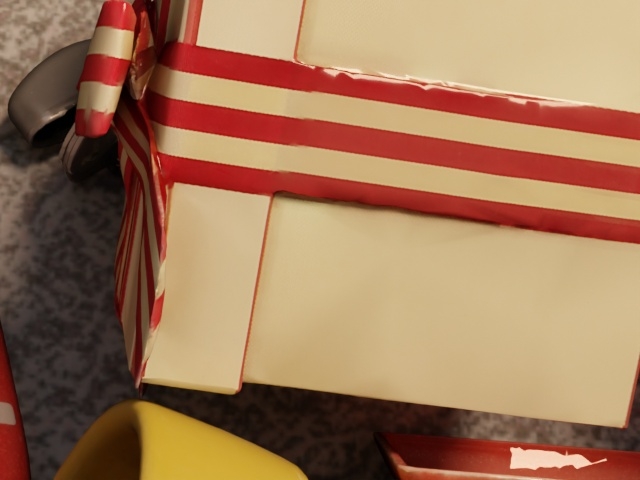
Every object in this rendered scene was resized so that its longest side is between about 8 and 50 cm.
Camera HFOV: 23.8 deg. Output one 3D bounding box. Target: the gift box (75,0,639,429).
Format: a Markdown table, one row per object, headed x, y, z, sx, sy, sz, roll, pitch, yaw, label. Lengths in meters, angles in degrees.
| x | y | z | sx | sy | sz | roll | pitch | yaw | label |
| --- | --- | --- | --- | --- | --- | --- | --- | --- | --- |
| 0.011 | -0.036 | 0.720 | 0.258 | 0.255 | 0.276 | 9 | 94 | -10 | gift box |

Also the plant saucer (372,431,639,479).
| x | y | z | sx | sy | sz | roll | pitch | yaw | label |
| --- | --- | --- | --- | --- | --- | --- | --- | --- | --- |
| 0.157 | 0.130 | 0.724 | 0.259 | 0.258 | 0.047 | 5 | 86 | 0 | plant saucer |

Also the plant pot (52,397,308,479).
| x | y | z | sx | sy | sz | roll | pitch | yaw | label |
| --- | --- | --- | --- | --- | --- | --- | --- | --- | --- |
| -0.023 | 0.228 | 0.656 | 0.239 | 0.254 | 0.254 | 25 | 60 | -15 | plant pot |

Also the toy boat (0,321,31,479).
| x | y | z | sx | sy | sz | roll | pitch | yaw | label |
| --- | --- | --- | --- | --- | --- | --- | --- | --- | --- |
| -0.225 | 0.065 | 0.737 | 0.151 | 0.151 | 0.231 | -11 | 66 | -16 | toy boat |

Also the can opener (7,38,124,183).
| x | y | z | sx | sy | sz | roll | pitch | yaw | label |
| --- | --- | --- | --- | --- | --- | --- | --- | --- | --- |
| -0.056 | -0.130 | 0.915 | 0.283 | 0.076 | 0.095 | -37 | 76 | -26 | can opener |
